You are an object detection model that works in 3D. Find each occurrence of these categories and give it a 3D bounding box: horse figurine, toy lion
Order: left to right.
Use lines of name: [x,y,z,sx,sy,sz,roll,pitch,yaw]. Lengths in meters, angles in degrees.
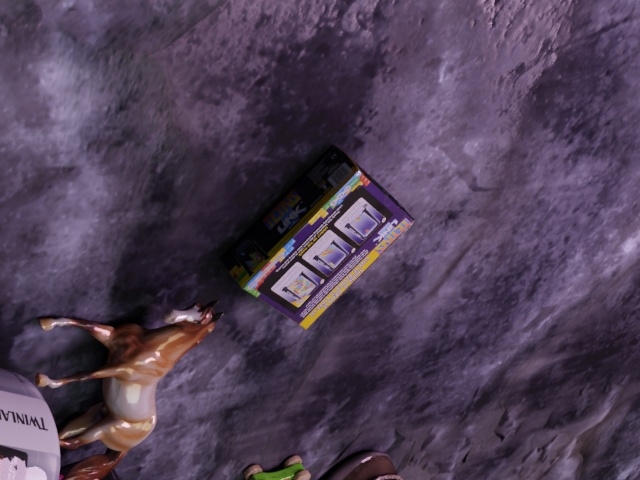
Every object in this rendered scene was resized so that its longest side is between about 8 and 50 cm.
horse figurine: [-0.216,0.159,1.400,0.174,0.066,0.263,-3,127,-32]
toy lion: [-0.072,0.317,1.722,0.100,0.034,0.096,-7,139,-37]

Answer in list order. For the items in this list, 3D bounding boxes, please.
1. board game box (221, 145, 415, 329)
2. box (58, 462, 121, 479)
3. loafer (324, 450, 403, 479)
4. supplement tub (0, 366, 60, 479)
board game box: [0.000,0.000,1.442,0.170,0.048,0.141,-45,146,5]
box: [-0.306,0.360,1.441,0.247,0.163,0.142,-15,135,-30]
loafer: [0.031,0.456,1.808,0.134,0.130,0.366,23,89,-52]
supplement tub: [-0.390,0.175,1.151,0.193,0.193,0.316,-50,143,12]
